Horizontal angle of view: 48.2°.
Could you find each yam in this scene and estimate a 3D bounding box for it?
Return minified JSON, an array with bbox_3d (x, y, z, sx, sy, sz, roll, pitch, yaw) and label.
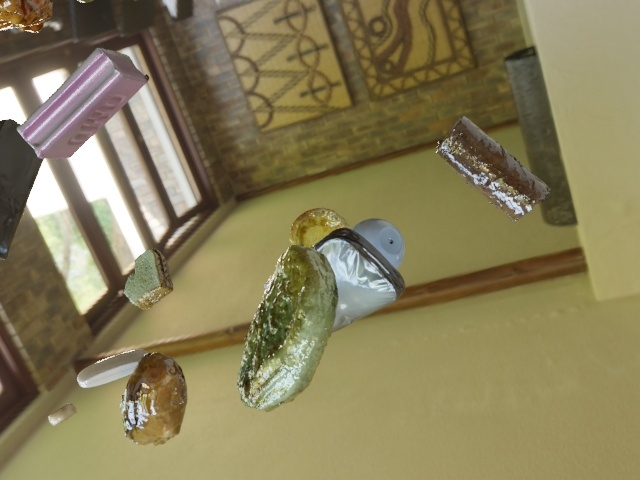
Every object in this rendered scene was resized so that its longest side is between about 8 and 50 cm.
[{"bbox_3d":[0.409,-0.170,1.728,0.131,0.280,0.131,-49,176,-4],"label":"yam"}]

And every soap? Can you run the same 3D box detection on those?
[{"bbox_3d":[-0.390,-0.224,1.182,0.203,0.065,0.122,-41,180,12],"label":"soap"}]

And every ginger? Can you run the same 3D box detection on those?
[{"bbox_3d":[-0.434,0.436,1.845,0.165,0.321,0.172,-5,-135,-37],"label":"ginger"}]

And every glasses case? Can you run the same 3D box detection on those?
[{"bbox_3d":[-0.564,0.348,1.948,0.193,0.049,0.074,-18,-157,-11],"label":"glasses case"}]

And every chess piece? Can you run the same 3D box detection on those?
[{"bbox_3d":[-0.785,0.530,2.176,0.084,0.038,0.083,-31,177,-2],"label":"chess piece"}]

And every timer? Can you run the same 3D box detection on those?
[{"bbox_3d":[0.120,0.053,1.889,0.175,0.175,0.255,-44,170,-50],"label":"timer"}]

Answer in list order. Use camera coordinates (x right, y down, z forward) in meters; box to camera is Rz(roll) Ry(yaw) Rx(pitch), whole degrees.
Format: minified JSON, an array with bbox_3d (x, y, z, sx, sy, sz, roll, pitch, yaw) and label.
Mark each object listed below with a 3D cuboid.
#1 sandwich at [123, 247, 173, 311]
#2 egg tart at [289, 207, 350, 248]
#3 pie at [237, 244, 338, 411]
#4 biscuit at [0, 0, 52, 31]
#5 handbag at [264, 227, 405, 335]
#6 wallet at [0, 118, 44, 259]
[{"bbox_3d":[-0.310,0.069,1.280,0.093,0.036,0.105,-32,-128,20],"label":"sandwich"},{"bbox_3d":[0.000,-0.001,2.277,0.213,0.212,0.090,-23,171,-10],"label":"egg tart"},{"bbox_3d":[-0.060,0.131,1.141,0.078,0.277,0.277,21,-177,-24],"label":"pie"},{"bbox_3d":[-0.429,-0.435,0.912,0.110,0.312,0.318,-8,-169,-9],"label":"biscuit"},{"bbox_3d":[0.017,0.104,1.495,0.332,0.191,0.075,-37,-167,45],"label":"handbag"},{"bbox_3d":[-0.742,-0.121,1.663,0.042,0.165,0.309,6,-109,26],"label":"wallet"}]
